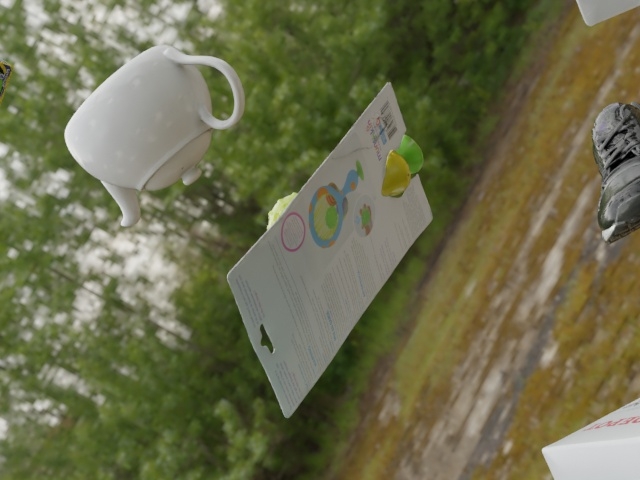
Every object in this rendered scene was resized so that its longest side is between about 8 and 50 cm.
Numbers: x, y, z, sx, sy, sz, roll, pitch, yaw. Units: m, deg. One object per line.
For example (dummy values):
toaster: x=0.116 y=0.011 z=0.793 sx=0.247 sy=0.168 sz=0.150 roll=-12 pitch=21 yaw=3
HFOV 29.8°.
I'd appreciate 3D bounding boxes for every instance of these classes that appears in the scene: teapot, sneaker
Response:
teapot: x=-0.250 y=-0.166 z=1.847 sx=0.252 sy=0.187 sz=0.256 roll=-43 pitch=-1 yaw=-12
sneaker: x=0.331 y=-0.084 z=1.312 sx=0.107 sy=0.124 sz=0.283 roll=-34 pitch=-2 yaw=22

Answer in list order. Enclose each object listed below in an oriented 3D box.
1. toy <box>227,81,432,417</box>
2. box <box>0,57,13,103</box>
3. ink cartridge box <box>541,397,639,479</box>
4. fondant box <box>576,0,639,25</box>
toy: x=0.000 y=0.000 z=0.905 sx=0.237 sy=0.056 sz=0.137 roll=-49 pitch=-47 yaw=-36
box: x=-0.311 y=-0.078 z=0.976 sx=0.054 sy=0.059 sz=0.169 roll=10 pitch=-73 yaw=-45
ink cartridge box: x=0.351 y=0.135 z=0.856 sx=0.307 sy=0.129 sz=0.223 roll=-23 pitch=-4 yaw=-22
fondant box: x=0.251 y=-0.343 z=0.865 sx=0.238 sy=0.330 sz=0.096 roll=-22 pitch=45 yaw=14
